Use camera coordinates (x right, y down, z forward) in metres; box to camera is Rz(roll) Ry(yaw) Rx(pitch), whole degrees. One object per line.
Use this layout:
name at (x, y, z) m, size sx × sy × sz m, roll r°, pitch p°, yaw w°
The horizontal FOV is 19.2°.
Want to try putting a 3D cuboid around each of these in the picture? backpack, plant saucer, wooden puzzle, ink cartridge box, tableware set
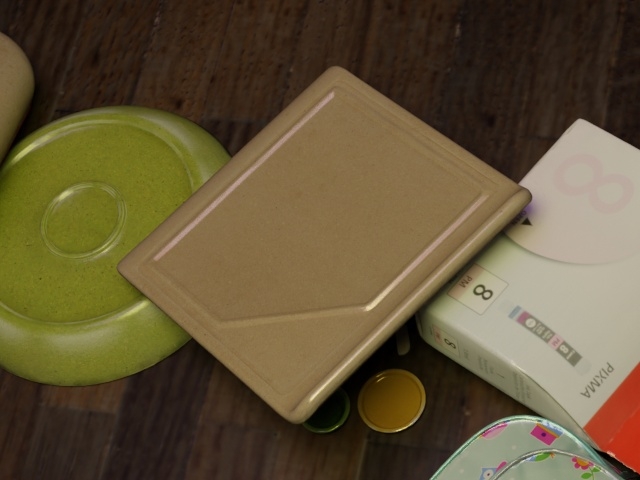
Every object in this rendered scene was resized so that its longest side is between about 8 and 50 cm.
backpack at (0.138, 0.201, 1.149) m, size 0.188 × 0.144 × 0.166 m, roll 36°, pitch 81°, yaw 33°
plant saucer at (-0.172, -0.008, 1.417) m, size 0.241 × 0.037 × 0.241 m, roll -7°, pitch 60°, yaw 12°
wooden puzzle at (0.000, 0.000, 1.301) m, size 0.221 × 0.044 × 0.238 m, roll -43°, pitch 44°, yaw -11°
ink cartridge box at (0.209, 0.043, 1.254) m, size 0.232 × 0.066 × 0.189 m, roll 30°, pitch 66°, yaw 31°
tableware set at (0.056, 0.081, 1.309) m, size 0.154 × 0.024 × 0.104 m, roll -11°, pitch 59°, yaw 9°

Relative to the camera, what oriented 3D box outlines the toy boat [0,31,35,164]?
toy boat at (-0.320, -0.072, 1.442) m, size 0.151 × 0.151 × 0.231 m, roll 26°, pitch 36°, yaw -7°
